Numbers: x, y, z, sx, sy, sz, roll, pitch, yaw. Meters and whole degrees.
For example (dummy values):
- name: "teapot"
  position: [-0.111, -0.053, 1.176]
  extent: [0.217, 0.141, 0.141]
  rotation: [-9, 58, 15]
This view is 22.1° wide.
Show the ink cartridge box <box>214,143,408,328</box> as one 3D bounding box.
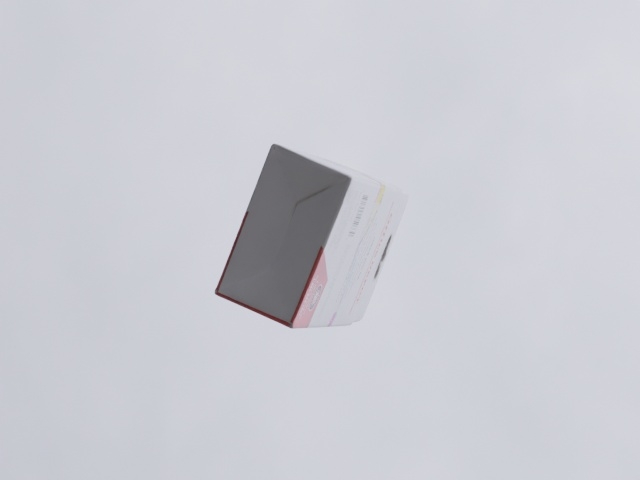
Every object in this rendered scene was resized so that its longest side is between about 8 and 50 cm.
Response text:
- name: "ink cartridge box"
  position: [0.000, 0.000, 1.212]
  extent: [0.067, 0.198, 0.115]
  rotation: [23, -86, 16]
